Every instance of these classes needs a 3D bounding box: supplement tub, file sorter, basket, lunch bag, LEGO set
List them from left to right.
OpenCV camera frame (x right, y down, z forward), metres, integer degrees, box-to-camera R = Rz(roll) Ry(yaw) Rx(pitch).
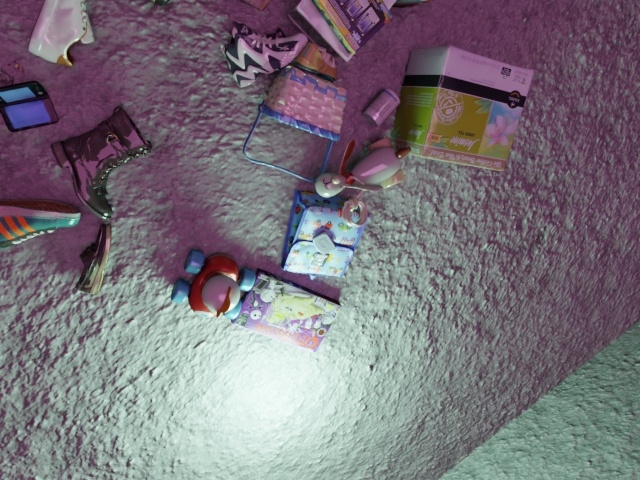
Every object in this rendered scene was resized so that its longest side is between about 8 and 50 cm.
[{"bbox_3d":[-0.782,-0.412,1.113,0.054,0.023,0.083,36,94,-27],"label":"LEGO set"},{"bbox_3d":[-0.062,-0.332,1.303,0.255,0.201,0.289,17,102,-27],"label":"basket"},{"bbox_3d":[0.000,0.000,1.506,0.221,0.138,0.293,6,119,-21],"label":"lunch bag"},{"bbox_3d":[0.066,-0.671,1.243,0.193,0.173,0.277,37,94,-28],"label":"file sorter"},{"bbox_3d":[0.196,-0.424,1.437,0.107,0.071,0.071,-46,117,0],"label":"supplement tub"}]

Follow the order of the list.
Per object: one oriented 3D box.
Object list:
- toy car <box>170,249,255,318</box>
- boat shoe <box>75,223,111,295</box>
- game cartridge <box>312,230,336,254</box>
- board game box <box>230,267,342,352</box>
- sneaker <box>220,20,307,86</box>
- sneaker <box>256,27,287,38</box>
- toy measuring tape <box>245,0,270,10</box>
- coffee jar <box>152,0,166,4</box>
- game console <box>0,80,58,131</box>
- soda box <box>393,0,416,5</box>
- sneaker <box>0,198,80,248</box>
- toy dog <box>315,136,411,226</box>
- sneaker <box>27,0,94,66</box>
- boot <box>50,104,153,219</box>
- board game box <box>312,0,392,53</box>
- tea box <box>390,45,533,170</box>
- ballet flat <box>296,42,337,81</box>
[{"bbox_3d":[-0.317,0.170,1.372,0.219,0.238,0.210,23,100,-25],"label":"toy car"},{"bbox_3d":[-0.655,0.055,1.297,0.073,0.080,0.223,11,109,-28],"label":"boat shoe"},{"bbox_3d":[0.009,0.009,1.434,0.056,0.017,0.083,-28,131,7],"label":"game cartridge"},{"bbox_3d":[-0.115,0.252,1.584,0.347,0.056,0.208,25,103,-26],"label":"board game box"},{"bbox_3d":[-0.164,-0.536,1.214,0.235,0.094,0.153,-17,128,25],"label":"sneaker"},{"bbox_3d":[-0.105,-0.564,1.284,0.170,0.051,0.089,-13,114,-2],"label":"sneaker"},{"bbox_3d":[-0.281,-0.707,1.157,0.330,0.121,0.121,6,108,-39],"label":"toy measuring tape"},{"bbox_3d":[-0.455,-0.651,1.105,0.184,0.096,0.079,15,106,-25],"label":"coffee jar"},{"bbox_3d":[-0.747,-0.335,1.130,0.122,0.107,0.071,-18,86,-14],"label":"game console"},{"bbox_3d":[0.274,-0.715,1.251,0.083,0.263,0.092,-6,111,-20],"label":"soda box"},{"bbox_3d":[-0.801,-0.041,1.200,0.302,0.108,0.121,1,109,-12],"label":"sneaker"},{"bbox_3d":[0.156,-0.218,1.377,0.220,0.161,0.333,46,59,-9],"label":"toy dog"},{"bbox_3d":[-0.591,-0.560,1.082,0.123,0.106,0.290,22,118,-31],"label":"sneaker"},{"bbox_3d":[-0.566,-0.208,1.228,0.229,0.091,0.263,-27,114,-9],"label":"boot"},{"bbox_3d":[0.082,-0.595,1.154,0.141,0.048,0.170,-43,119,2],"label":"board game box"},{"bbox_3d":[0.442,-0.416,1.445,0.329,0.220,0.323,4,108,-22],"label":"tea box"},{"bbox_3d":[0.006,-0.499,1.265,0.080,0.232,0.073,30,108,10],"label":"ballet flat"}]
